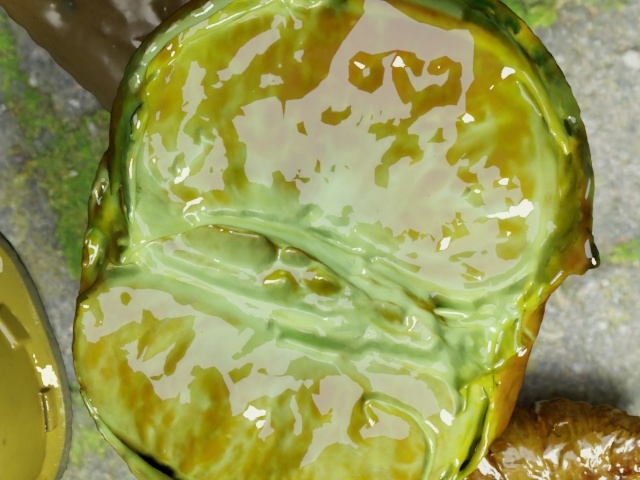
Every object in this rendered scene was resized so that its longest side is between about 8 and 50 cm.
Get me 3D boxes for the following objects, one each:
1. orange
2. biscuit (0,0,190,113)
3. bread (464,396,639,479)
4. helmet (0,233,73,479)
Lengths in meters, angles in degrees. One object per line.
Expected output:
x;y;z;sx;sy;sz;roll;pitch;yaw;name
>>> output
-0.001;-0.003;0.890;0.263;0.196;0.334;7;118;-9;orange
-0.135;-0.216;0.930;0.325;0.044;0.217;45;110;-5;biscuit
0.106;0.159;0.988;0.233;0.076;0.105;-32;112;13;bread
-0.282;0.118;1.029;0.205;0.140;0.257;2;112;11;helmet
